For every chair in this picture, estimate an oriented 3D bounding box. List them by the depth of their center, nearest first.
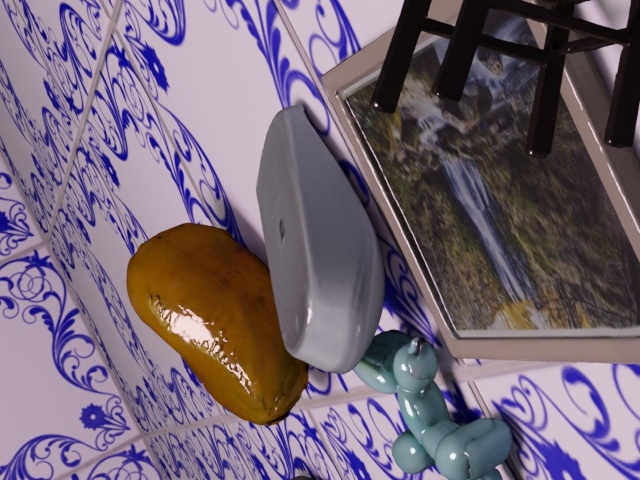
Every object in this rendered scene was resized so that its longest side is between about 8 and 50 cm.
[{"bbox_3d":[0.099,-0.153,0.558,0.084,0.101,0.213,-177,99,-68],"label":"chair"}]

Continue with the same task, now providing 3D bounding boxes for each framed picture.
[{"bbox_3d":[0.103,-0.032,0.773,0.241,0.020,0.324,65,162,-5],"label":"framed picture"}]

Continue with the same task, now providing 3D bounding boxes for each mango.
[{"bbox_3d":[-0.105,0.085,1.304,0.151,0.156,0.249,-49,64,31],"label":"mango"}]

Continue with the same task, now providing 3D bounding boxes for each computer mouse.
[{"bbox_3d":[0.000,0.000,1.015,0.128,0.079,0.231,118,144,-55],"label":"computer mouse"}]

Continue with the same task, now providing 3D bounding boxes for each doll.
[{"bbox_3d":[0.094,0.147,0.977,0.159,0.059,0.158,66,162,-3],"label":"doll"}]

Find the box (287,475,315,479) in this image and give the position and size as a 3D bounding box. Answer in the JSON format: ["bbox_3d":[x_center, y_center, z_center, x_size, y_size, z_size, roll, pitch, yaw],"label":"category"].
[{"bbox_3d":[-0.014,0.371,1.523,0.172,0.092,0.124,66,162,-6],"label":"box"}]
